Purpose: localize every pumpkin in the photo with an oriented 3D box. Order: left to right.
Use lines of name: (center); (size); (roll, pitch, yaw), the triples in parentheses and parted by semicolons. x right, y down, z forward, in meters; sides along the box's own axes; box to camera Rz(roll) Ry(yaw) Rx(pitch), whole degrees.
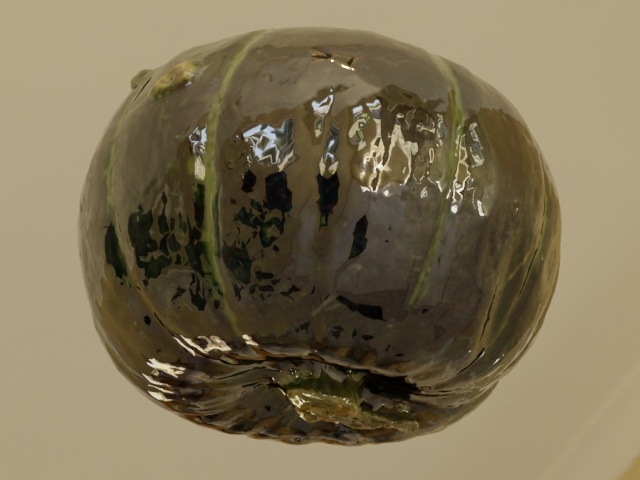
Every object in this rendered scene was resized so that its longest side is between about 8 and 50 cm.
pumpkin: (0.000, 0.000, 0.960); (0.323, 0.241, 0.323); (5, -28, 3)
